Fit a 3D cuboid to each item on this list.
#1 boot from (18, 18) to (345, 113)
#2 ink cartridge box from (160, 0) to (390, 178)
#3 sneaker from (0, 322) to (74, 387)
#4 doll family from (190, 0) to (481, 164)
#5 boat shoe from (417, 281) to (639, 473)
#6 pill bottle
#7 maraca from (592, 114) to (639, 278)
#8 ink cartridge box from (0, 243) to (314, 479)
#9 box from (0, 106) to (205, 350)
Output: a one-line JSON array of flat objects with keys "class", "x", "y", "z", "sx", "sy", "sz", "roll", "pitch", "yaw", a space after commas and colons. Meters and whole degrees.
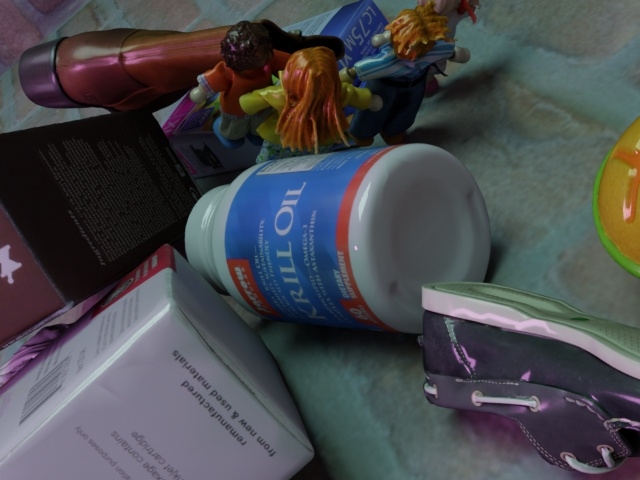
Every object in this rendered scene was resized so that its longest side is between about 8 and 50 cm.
[{"class": "boot", "x": -0.109, "y": -0.187, "z": 0.958, "sx": 0.281, "sy": 0.096, "sz": 0.264, "roll": -4, "pitch": 1, "yaw": 26}, {"class": "ink cartridge box", "x": -0.045, "y": -0.160, "z": 1.033, "sx": 0.311, "sy": 0.065, "sz": 0.185, "roll": -3, "pitch": 46, "yaw": 46}, {"class": "sneaker", "x": -0.222, "y": 0.112, "z": 0.838, "sx": 0.232, "sy": 0.090, "sz": 0.115, "roll": -10, "pitch": 38, "yaw": 41}, {"class": "doll family", "x": 0.034, "y": -0.124, "z": 0.772, "sx": 0.263, "sy": 0.163, "sz": 0.118, "roll": -20, "pitch": 68, "yaw": -16}, {"class": "boat shoe", "x": 0.142, "y": 0.079, "z": 0.484, "sx": 0.233, "sy": 0.084, "sz": 0.079, "roll": 15, "pitch": 98, "yaw": 49}, {"class": "pill bottle", "x": 0.000, "y": 0.000, "z": 0.689, "sx": 0.222, "sy": 0.124, "sz": 0.124, "roll": -2, "pitch": 47, "yaw": 50}, {"class": "maraca", "x": 0.231, "y": -0.038, "z": 0.492, "sx": 0.186, "sy": 0.099, "sz": 0.127, "roll": -19, "pitch": 54, "yaw": 25}, {"class": "ink cartridge box", "x": -0.168, "y": 0.158, "z": 0.619, "sx": 0.306, "sy": 0.131, "sz": 0.226, "roll": -43, "pitch": 13, "yaw": 0}, {"class": "box", "x": -0.244, "y": 0.000, "z": 0.810, "sx": 0.191, "sy": 0.143, "sz": 0.381, "roll": -30, "pitch": 7, "yaw": 12}]
